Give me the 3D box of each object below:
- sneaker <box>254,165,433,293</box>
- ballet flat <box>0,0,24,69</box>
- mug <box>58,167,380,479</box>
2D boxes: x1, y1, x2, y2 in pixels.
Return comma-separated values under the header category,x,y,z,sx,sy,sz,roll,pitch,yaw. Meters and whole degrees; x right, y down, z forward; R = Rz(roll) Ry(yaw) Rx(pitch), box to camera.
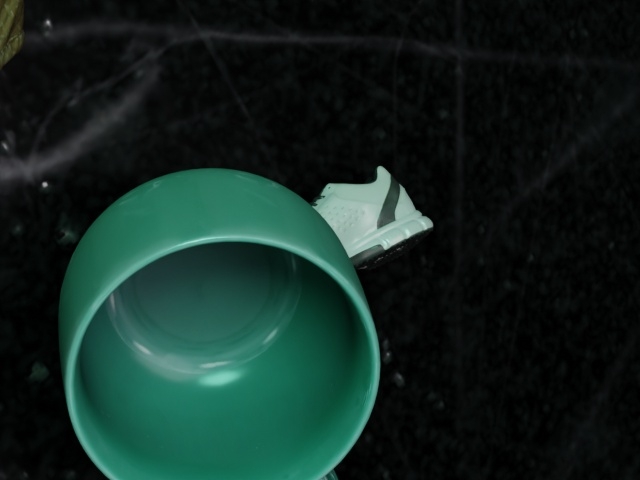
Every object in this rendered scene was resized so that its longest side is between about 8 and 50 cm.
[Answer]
category,x,y,z,sx,sy,sz,roll,pitch,yaw
sneaker,0.000,0.000,0.876,0.109,0.040,0.044,-24,80,-33
ballet flat,-0.182,-0.009,0.648,0.342,0.116,0.124,-73,157,-46
mug,-0.047,0.047,0.790,0.129,0.097,0.158,2,116,-12
